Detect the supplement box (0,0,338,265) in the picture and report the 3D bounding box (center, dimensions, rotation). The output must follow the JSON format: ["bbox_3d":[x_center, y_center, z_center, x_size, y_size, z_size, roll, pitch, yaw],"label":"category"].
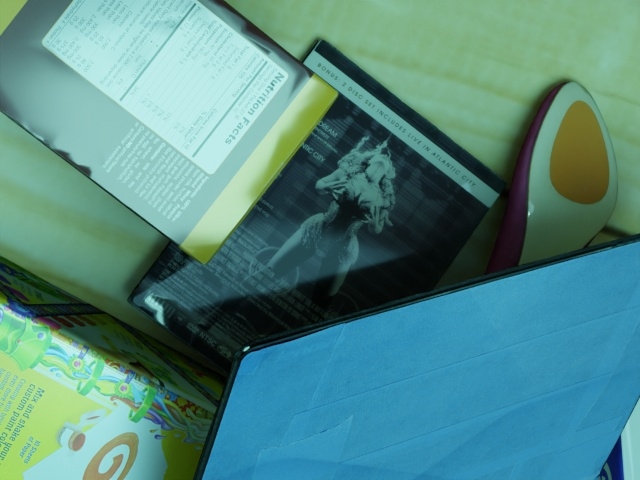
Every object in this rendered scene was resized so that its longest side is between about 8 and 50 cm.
[{"bbox_3d":[-0.118,-0.105,1.077,0.194,0.191,0.129,38,90,-15],"label":"supplement box"}]

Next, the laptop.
[{"bbox_3d":[0.109,0.239,1.039,0.382,0.236,0.408,-13,81,-36],"label":"laptop"}]

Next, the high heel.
[{"bbox_3d":[0.139,0.012,1.223,0.082,0.117,0.244,14,72,-30],"label":"high heel"}]

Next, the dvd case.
[{"bbox_3d":[0.000,0.000,1.184,0.164,0.018,0.221,37,81,-9],"label":"dvd case"}]

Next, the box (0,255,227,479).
[{"bbox_3d":[-0.205,0.183,1.113,0.279,0.177,0.290,30,91,-15],"label":"box"}]

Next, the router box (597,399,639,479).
[{"bbox_3d":[0.347,0.159,1.277,0.301,0.082,0.335,-7,100,-11],"label":"router box"}]
